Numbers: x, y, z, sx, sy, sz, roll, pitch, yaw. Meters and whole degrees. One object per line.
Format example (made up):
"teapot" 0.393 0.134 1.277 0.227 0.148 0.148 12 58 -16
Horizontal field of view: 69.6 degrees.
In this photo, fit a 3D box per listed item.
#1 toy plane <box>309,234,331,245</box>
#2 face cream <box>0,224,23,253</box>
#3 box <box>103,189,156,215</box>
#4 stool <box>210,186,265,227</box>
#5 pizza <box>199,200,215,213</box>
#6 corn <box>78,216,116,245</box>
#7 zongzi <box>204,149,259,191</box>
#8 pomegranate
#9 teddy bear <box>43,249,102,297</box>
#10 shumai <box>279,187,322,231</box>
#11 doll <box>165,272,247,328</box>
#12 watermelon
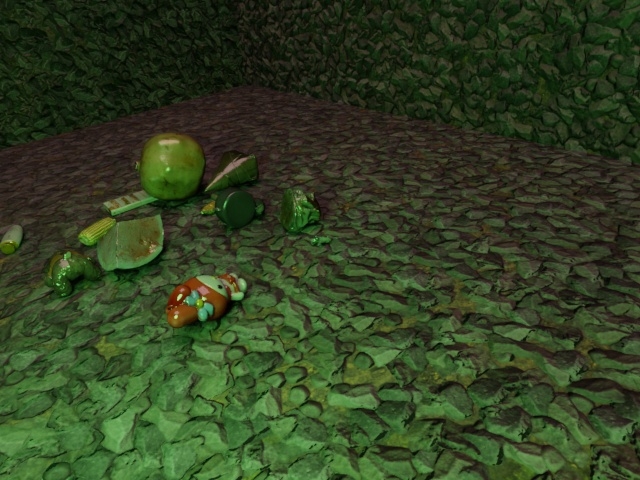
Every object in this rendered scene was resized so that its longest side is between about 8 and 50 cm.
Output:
"toy plane" 0.000 -0.003 1.713 0.083 0.033 0.080 -8 17 -5
"face cream" -1.279 -0.007 1.911 0.072 0.051 0.182 -11 32 -16
"box" -0.886 -0.183 2.155 0.220 0.032 0.122 -25 37 -31
"stool" -0.345 -0.134 1.902 0.228 0.153 0.139 25 0 -45
"pizza" -0.461 -0.137 2.016 0.108 0.026 0.123 11 32 20
"corn" -0.913 -0.039 1.894 0.085 0.063 0.165 -2 28 24
"zongzi" -0.480 -0.336 2.246 0.300 0.145 0.274 -30 34 -23
"pomegranate" -0.686 -0.342 2.117 0.332 0.332 0.332 -4 31 3
"teddy bear" -0.889 0.093 1.617 0.190 0.140 0.177 13 38 42
"shumai" -0.074 -0.123 1.837 0.142 0.184 0.184 7 25 -27
"doll" -0.350 0.175 1.387 0.161 0.130 0.290 30 30 26
"watermelon" -0.694 0.007 1.695 0.256 0.176 0.260 27 21 30
